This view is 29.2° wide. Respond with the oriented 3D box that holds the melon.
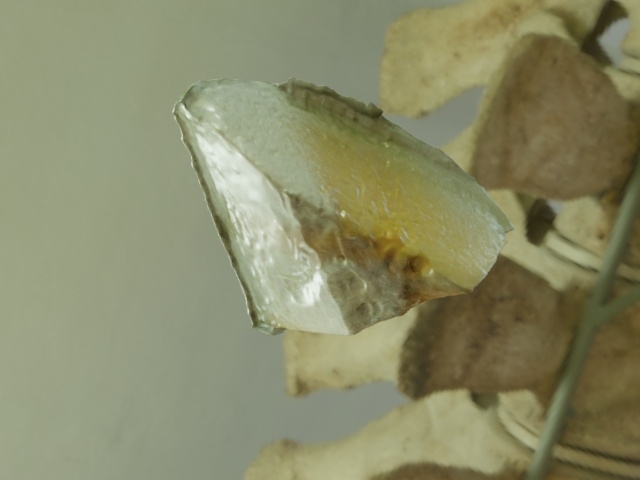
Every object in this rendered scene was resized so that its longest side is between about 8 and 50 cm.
[{"bbox_3d":[-0.002,0.001,0.653,0.202,0.093,0.139,25,-60,-17],"label":"melon"}]
